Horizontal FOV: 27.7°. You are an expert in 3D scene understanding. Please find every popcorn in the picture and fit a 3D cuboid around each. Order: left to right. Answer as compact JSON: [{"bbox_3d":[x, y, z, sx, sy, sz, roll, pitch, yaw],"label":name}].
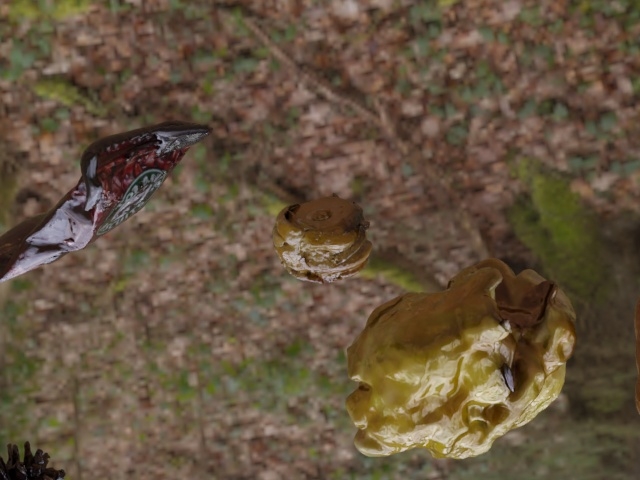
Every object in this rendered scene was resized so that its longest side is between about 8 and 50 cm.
[{"bbox_3d":[0.145,0.129,1.321,0.253,0.190,0.191,-28,-164,9],"label":"popcorn"}]

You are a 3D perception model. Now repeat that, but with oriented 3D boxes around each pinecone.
[{"bbox_3d":[-0.371,0.312,1.590,0.121,0.140,0.140,-46,169,-8],"label":"pinecone"}]

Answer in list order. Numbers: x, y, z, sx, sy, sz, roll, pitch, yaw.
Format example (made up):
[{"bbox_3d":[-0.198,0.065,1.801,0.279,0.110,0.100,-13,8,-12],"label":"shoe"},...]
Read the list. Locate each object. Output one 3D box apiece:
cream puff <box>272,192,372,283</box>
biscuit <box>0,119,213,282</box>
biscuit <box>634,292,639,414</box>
[{"bbox_3d":[0.000,0.000,1.595,0.119,0.104,0.133,-11,-160,-9],"label":"cream puff"},{"bbox_3d":[-0.214,-0.033,1.189,0.235,0.063,0.151,-36,-177,36],"label":"biscuit"},{"bbox_3d":[0.502,0.087,1.422,0.312,0.351,0.057,20,154,32],"label":"biscuit"}]
